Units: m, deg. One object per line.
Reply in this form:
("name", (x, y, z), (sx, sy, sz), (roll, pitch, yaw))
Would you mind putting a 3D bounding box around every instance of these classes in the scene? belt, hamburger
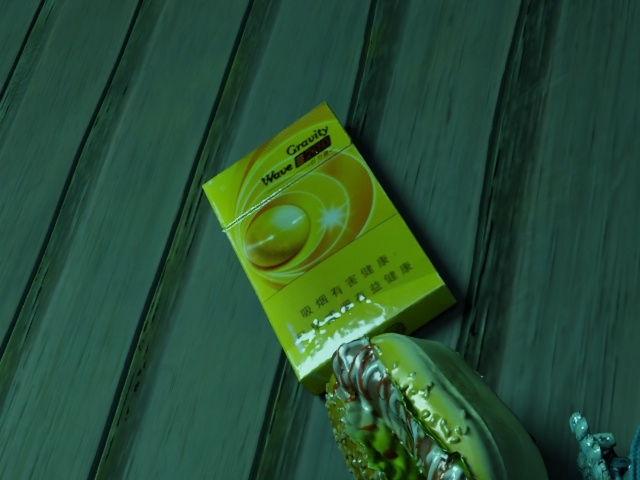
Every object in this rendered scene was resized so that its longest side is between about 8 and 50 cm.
("belt", (0.216, 0.180, 0.804), (0.100, 0.065, 0.179), (-6, 24, 16))
("hamburger", (0.076, 0.161, 0.872), (0.116, 0.173, 0.210), (-22, 45, -19))

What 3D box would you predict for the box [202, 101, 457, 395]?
("box", (0.000, 0.000, 1.115), (0.152, 0.043, 0.269), (-33, 48, 4))
